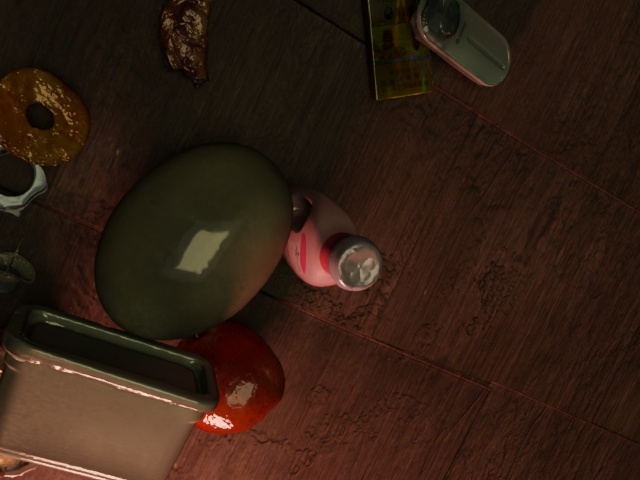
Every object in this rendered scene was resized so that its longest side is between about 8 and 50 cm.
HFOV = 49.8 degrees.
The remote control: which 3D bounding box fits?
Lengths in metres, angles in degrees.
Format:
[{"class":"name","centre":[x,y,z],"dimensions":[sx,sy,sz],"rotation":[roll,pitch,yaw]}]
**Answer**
[{"class":"remote control","centre":[0.262,-0.373,1.280],"dimensions":[0.247,0.052,0.104],"rotation":[27,84,-33]}]

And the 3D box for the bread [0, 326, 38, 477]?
[{"class":"bread","centre":[-0.504,0.251,1.108],"dimensions":[0.190,0.123,0.244],"rotation":[7,100,-24]}]

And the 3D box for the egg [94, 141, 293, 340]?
[{"class":"egg","centre":[-0.199,0.000,1.096],"dimensions":[0.352,0.258,0.258],"rotation":[-40,113,-5]}]

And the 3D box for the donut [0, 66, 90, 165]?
[{"class":"donut","centre":[-0.433,-0.185,1.052],"dimensions":[0.151,0.058,0.152],"rotation":[-2,93,-39]}]

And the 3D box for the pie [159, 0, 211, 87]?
[{"class":"pie","centre":[-0.218,-0.338,1.131],"dimensions":[0.092,0.034,0.170],"rotation":[-4,104,-24]}]

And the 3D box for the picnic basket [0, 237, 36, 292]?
[{"class":"picnic basket","centre":[-0.495,0.041,1.100],"dimensions":[0.083,0.065,0.083],"rotation":[20,116,-15]}]

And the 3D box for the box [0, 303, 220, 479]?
[{"class":"box","centre":[-0.330,0.239,1.019],"dimensions":[0.311,0.175,0.183],"rotation":[23,97,-18]}]

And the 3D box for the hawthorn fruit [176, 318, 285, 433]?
[{"class":"hawthorn fruit","centre":[-0.178,0.220,1.198],"dimensions":[0.196,0.196,0.226],"rotation":[-36,100,-10]}]

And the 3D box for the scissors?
[{"class":"scissors","centre":[-0.525,-0.205,1.044],"dimensions":[0.191,0.029,0.361],"rotation":[-5,104,-19]}]

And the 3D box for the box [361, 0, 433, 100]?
[{"class":"box","centre":[0.142,-0.363,1.268],"dimensions":[0.121,0.030,0.193],"rotation":[-13,107,-19]}]

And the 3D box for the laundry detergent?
[{"class":"laundry detergent","centre":[0.000,0.000,1.128],"dimensions":[0.087,0.335,0.159],"rotation":[-4,103,-20]}]
